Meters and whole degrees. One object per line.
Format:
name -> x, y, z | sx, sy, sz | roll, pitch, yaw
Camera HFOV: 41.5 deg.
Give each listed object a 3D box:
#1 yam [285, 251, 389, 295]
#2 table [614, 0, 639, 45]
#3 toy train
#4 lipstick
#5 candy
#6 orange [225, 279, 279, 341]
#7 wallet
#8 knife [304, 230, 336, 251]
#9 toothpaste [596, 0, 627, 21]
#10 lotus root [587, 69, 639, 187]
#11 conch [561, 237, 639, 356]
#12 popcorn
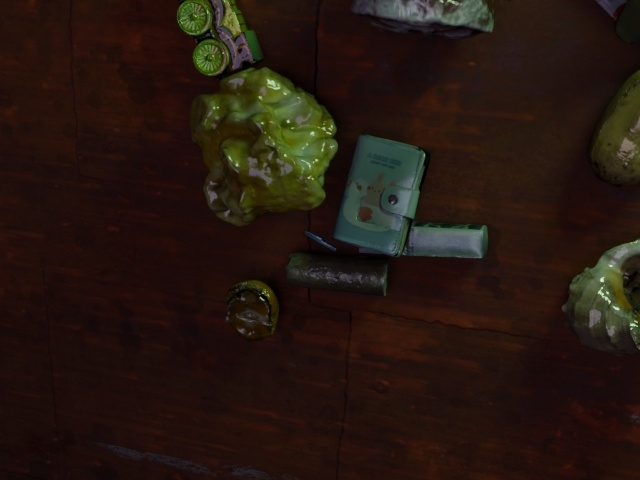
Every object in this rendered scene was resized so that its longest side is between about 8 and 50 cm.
yam -> 0.038, 0.078, 2.008 | 0.259, 0.093, 0.093 | 5, 110, 16
table -> 0.708, -0.353, 1.461 | 0.317, 0.249, 0.317 | -10, 145, -7
toy train -> -0.241, -0.505, 1.890 | 0.161, 0.100, 0.296 | -20, 101, 15
lipstick -> 0.235, -0.003, 1.922 | 0.290, 0.077, 0.076 | 4, 102, 18
candy -> 0.208, -0.490, 1.686 | 0.290, 0.214, 0.157 | 11, 108, 12
orange -> -0.165, 0.165, 2.094 | 0.170, 0.112, 0.160 | -20, 114, 46
wallet -> 0.135, -0.101, 1.881 | 0.176, 0.075, 0.250 | 16, 93, 21
knife -> 0.000, 0.000, 2.039 | 0.091, 0.005, 0.014 | 29, 116, 7
toothpaste -> 0.550, -0.499, 1.676 | 0.190, 0.031, 0.048 | 41, 112, -2
lotus root -> 0.645, -0.236, 1.677 | 0.160, 0.146, 0.284 | 19, 121, -11
conch -> 0.674, 0.138, 1.775 | 0.324, 0.186, 0.263 | 34, 105, 32
popcorn -> -0.131, -0.212, 1.894 | 0.292, 0.294, 0.334 | -26, 67, 60
